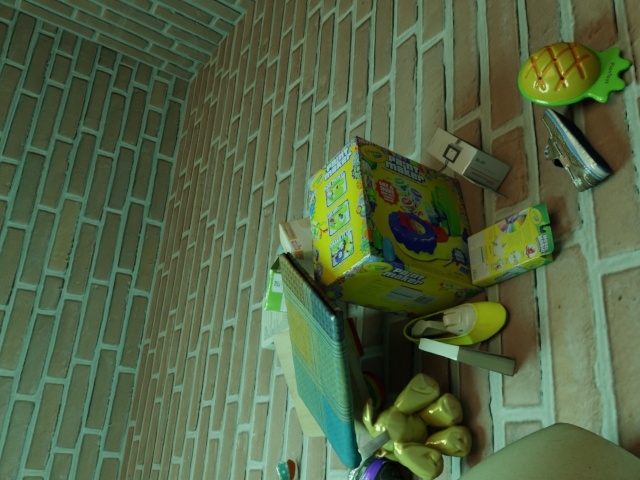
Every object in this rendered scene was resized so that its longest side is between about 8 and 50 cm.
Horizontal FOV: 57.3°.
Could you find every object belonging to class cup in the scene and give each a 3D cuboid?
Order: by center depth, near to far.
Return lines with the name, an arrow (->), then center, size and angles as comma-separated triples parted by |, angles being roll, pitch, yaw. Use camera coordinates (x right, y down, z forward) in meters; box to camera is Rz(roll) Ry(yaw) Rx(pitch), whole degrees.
cup -> 0.317, 0.379, 0.743 | 0.237, 0.331, 0.331 | -51, 28, -14

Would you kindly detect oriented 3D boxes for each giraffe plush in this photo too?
giraffe plush -> 0.163, 0.373, 1.124 | 0.170, 0.210, 0.181 | 93, 161, -64

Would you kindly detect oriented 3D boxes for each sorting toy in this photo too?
sorting toy -> 0.028, 0.308, 1.347 | 0.257, 0.089, 0.255 | -26, 80, 49

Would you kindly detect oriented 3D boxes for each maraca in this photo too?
maraca -> 0.449, -0.297, 1.047 | 0.186, 0.099, 0.127 | 12, 81, 35

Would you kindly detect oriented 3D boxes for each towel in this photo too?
towel -> -0.001, 0.233, 1.150 | 0.271, 0.040, 0.370 | -137, 35, -55

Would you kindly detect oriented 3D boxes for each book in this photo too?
book -> 0.260, 0.205, 1.042 | 0.096, 0.144, 0.035 | 4, 78, 58

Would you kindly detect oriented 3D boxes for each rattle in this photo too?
rattle -> -0.077, 0.659, 1.435 | 0.143, 0.130, 0.199 | 9, 56, 49

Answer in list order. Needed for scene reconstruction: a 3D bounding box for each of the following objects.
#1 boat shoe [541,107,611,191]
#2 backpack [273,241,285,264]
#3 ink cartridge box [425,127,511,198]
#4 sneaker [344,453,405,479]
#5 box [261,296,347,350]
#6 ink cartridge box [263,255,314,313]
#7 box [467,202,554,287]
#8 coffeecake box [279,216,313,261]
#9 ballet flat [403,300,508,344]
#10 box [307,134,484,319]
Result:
boat shoe -> 0.430, -0.161, 1.030 | 0.066, 0.066, 0.183 | -51, 37, 34
backpack -> -0.067, 0.067, 1.673 | 0.152, 0.115, 0.181 | 32, 105, 56
ink cartridge box -> 0.308, -0.159, 1.190 | 0.060, 0.104, 0.180 | -61, 33, 16
sneaker -> 0.093, 0.578, 1.164 | 0.146, 0.102, 0.293 | 18, 90, 59
box -> -0.047, 0.196, 1.561 | 0.232, 0.127, 0.148 | -35, 47, 46
ink cartridge box -> 0.011, 0.114, 1.348 | 0.189, 0.255, 0.096 | -74, -6, -82
box -> 0.357, 0.011, 1.087 | 0.179, 0.043, 0.105 | -34, 47, 50
coffeecake box -> 0.000, 0.000, 1.523 | 0.142, 0.186, 0.068 | -118, 20, -50
ballet flat -> 0.251, 0.166, 1.142 | 0.231, 0.077, 0.077 | -27, 53, 50
box -> 0.145, -0.015, 1.198 | 0.177, 0.290, 0.279 | -40, 44, 43
